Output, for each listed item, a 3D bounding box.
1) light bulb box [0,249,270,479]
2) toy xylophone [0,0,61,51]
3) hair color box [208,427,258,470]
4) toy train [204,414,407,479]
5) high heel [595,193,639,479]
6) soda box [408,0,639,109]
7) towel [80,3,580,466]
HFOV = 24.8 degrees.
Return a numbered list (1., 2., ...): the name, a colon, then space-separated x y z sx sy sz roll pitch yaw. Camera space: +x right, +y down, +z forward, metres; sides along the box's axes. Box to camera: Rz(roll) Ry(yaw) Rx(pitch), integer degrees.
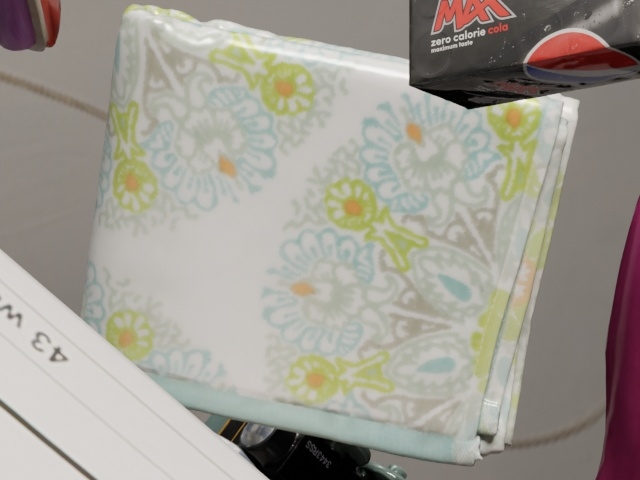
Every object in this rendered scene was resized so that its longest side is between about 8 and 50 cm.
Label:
1. light bulb box: -0.070 0.238 0.255 0.358 0.361 0.225 42 117 -8
2. toy xylophone: -0.175 -0.274 0.828 0.081 0.236 0.322 6 65 4
3. hair color box: -0.102 0.212 1.031 0.113 0.185 0.374 -53 151 -16
4. toy train: 0.008 0.285 1.522 0.334 0.190 0.142 48 66 -29
5. high heel: 0.162 0.128 0.873 0.127 0.181 0.377 -20 113 -48
6. soda box: 0.122 -0.102 0.645 0.053 0.169 0.060 13 74 -51
7. towel: 0.000 0.000 1.182 0.375 0.090 0.320 12 105 4
